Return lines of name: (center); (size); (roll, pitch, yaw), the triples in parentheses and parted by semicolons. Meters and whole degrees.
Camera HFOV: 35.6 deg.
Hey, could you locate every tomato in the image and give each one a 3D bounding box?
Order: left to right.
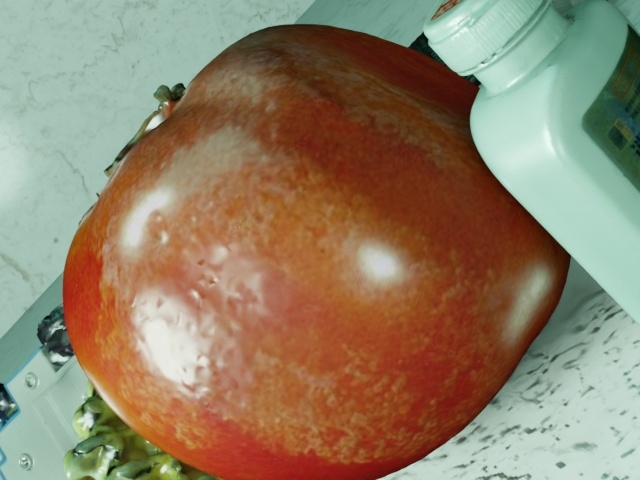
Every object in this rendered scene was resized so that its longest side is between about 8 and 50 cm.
tomato: (0.000, 0.004, 0.671); (0.293, 0.290, 0.325); (-53, 1, 13)

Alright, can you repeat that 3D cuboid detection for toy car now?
toy car: (-0.255, 0.200, 1.101); (0.314, 0.198, 0.166); (-44, -17, 22)

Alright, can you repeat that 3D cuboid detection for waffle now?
waffle: (-0.090, 0.146, 0.797); (0.223, 0.204, 0.054); (-65, -10, -59)

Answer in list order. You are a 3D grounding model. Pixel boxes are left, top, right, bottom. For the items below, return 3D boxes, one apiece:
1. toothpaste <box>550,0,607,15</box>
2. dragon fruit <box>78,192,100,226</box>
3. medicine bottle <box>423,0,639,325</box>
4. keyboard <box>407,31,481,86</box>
toothpaste: (0.257, -0.262, 1.113); (0.099, 0.068, 0.282); (-15, 8, 1)
dragon fruit: (-0.199, 0.032, 1.263); (0.241, 0.241, 0.252); (-44, 43, 11)
medicine bottle: (0.154, -0.056, 0.548); (0.083, 0.229, 0.121); (-27, 25, 53)
keyboard: (0.155, -0.251, 1.362); (0.103, 0.041, 0.381); (-43, 16, 11)
